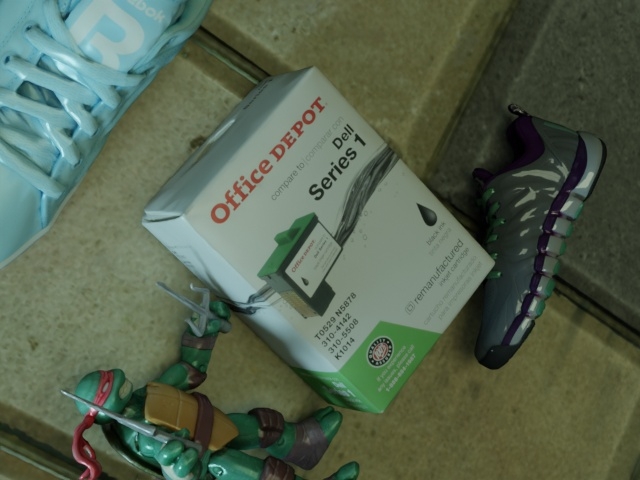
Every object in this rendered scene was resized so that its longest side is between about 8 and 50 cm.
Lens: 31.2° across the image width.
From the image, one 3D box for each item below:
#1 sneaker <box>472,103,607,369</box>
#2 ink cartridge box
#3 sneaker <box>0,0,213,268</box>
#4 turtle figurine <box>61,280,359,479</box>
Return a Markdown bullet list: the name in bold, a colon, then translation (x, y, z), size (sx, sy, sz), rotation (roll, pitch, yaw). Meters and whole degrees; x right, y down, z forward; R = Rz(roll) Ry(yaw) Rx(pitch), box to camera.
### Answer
- **sneaker**: translation (0.158, -0.004, 0.973), size (0.098, 0.083, 0.223), rotation (25, 75, 0)
- **ink cartridge box**: translation (0.000, 0.000, 0.873), size (0.219, 0.093, 0.160), rotation (45, 71, -19)
- **sneaker**: translation (-0.164, -0.137, 0.762), size (0.135, 0.150, 0.365), rotation (32, 76, -21)
- **turtle figurine**: translation (-0.087, 0.125, 0.822), size (0.234, 0.118, 0.175), rotation (28, 37, -25)
